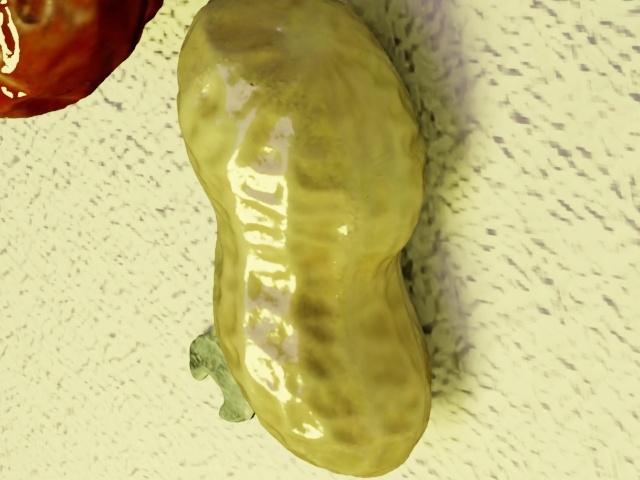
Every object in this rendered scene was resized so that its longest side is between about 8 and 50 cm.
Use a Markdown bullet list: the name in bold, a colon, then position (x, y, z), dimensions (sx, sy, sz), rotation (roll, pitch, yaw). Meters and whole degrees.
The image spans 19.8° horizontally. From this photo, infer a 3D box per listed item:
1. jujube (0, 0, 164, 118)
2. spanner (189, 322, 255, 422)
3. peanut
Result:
- **jujube**: position (-0.171, -0.242, 1.057), dimensions (0.216, 0.216, 0.342), rotation (38, 120, 36)
- **spanner**: position (-0.039, 0.009, 1.158), dimensions (0.071, 0.017, 0.302), rotation (47, 140, 27)
- **peanut**: position (0.000, 0.000, 1.016), dimensions (0.136, 0.120, 0.298), rotation (17, 124, 43)
